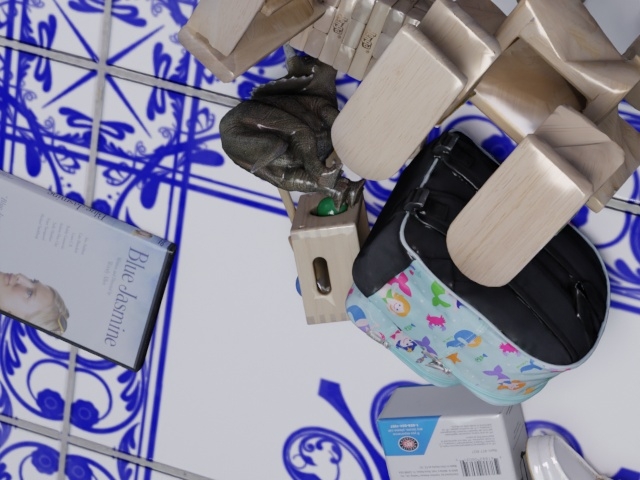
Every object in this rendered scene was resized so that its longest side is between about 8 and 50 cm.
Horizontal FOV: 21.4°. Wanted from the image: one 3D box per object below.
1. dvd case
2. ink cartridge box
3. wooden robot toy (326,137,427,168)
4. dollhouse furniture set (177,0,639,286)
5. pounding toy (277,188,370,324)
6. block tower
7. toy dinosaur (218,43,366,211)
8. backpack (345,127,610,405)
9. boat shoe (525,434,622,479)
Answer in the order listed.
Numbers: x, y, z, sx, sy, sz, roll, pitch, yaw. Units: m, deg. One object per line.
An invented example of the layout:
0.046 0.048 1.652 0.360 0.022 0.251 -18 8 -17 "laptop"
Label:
-0.306 0.035 2.007 0.253 0.022 0.180 22 118 7 "dvd case"
0.162 0.269 1.919 0.148 0.086 0.203 -5 112 21 "ink cartridge box"
0.056 -0.098 1.793 0.173 0.079 0.076 -19 106 26 "wooden robot toy"
0.107 -0.165 1.516 0.394 0.362 0.256 43 134 5 "dollhouse furniture set"
0.000 0.000 1.838 0.100 0.130 0.141 -7 111 8 "pounding toy"
-0.035 -0.265 1.741 0.335 0.091 0.097 26 119 6 "block tower"
-0.035 -0.098 1.682 0.160 0.313 0.121 24 122 13 "toy dinosaur"
0.165 0.043 1.740 0.253 0.225 0.191 35 135 -7 "backpack"
0.333 0.308 1.879 0.096 0.098 0.277 -31 110 27 "boat shoe"
